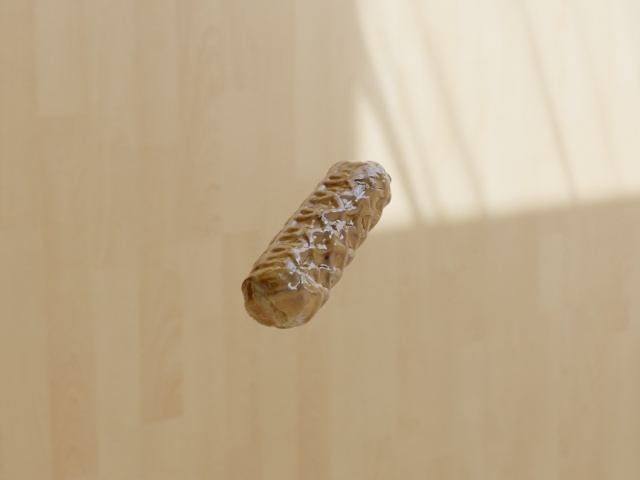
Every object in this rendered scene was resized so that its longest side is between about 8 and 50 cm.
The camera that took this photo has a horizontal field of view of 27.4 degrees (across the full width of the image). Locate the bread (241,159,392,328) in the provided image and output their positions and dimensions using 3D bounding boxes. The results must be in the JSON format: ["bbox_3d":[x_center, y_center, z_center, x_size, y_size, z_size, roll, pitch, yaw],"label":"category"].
[{"bbox_3d":[0.000,0.000,0.815,0.157,0.052,0.044,-54,129,-46],"label":"bread"}]
